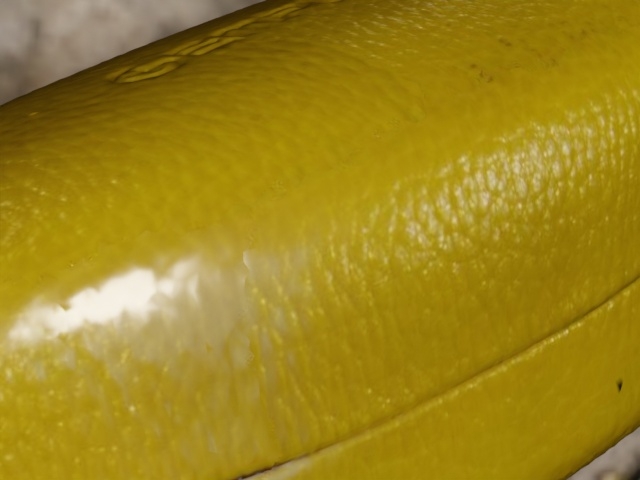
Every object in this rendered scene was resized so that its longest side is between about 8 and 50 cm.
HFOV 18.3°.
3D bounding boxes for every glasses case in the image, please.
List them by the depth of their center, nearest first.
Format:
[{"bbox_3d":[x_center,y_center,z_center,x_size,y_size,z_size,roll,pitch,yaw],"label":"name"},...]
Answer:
[{"bbox_3d":[0.000,0.000,0.572,0.371,0.173,0.141,-26,118,-41],"label":"glasses case"}]

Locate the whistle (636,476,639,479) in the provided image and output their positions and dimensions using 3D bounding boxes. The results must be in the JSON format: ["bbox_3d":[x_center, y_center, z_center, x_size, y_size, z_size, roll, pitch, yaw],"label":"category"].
[{"bbox_3d":[0.096,0.184,0.783,0.114,0.077,0.235,40,62,-11],"label":"whistle"}]
